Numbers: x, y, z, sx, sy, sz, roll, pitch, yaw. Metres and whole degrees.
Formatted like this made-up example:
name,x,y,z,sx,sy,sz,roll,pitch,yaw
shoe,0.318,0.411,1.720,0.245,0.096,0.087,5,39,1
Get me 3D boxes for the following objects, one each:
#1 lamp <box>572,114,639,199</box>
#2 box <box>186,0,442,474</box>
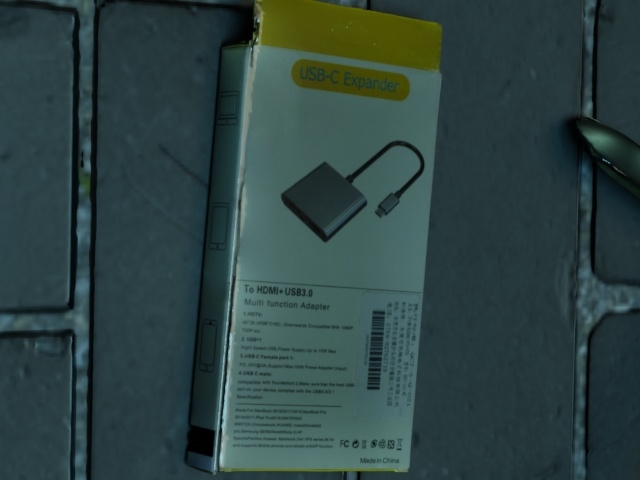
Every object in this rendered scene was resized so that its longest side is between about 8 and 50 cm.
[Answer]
name,x,y,z,sx,sy,sz,roll,pitch,yaw
lamp,0.187,0.076,1.068,0.203,0.124,0.283,34,71,-21
box,0.000,0.000,0.983,0.129,0.033,0.247,6,89,-34
